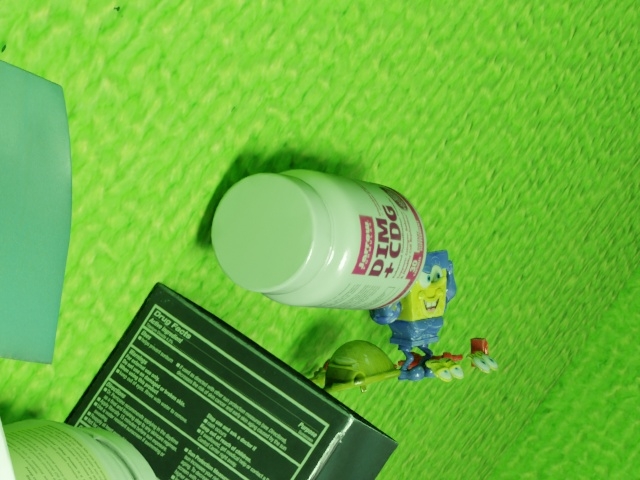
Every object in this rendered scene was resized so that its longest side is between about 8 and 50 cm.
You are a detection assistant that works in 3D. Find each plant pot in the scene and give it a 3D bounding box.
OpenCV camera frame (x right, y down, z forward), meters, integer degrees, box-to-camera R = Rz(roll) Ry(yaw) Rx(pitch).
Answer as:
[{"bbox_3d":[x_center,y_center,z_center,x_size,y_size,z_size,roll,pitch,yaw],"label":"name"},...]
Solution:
[{"bbox_3d":[-0.306,-0.033,1.370,0.166,0.165,0.234,18,83,-64],"label":"plant pot"}]

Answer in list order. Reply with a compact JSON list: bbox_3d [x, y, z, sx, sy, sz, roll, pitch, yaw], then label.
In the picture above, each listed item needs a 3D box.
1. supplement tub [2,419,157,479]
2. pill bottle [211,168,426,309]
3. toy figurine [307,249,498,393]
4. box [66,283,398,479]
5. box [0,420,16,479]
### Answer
[{"bbox_3d":[-0.325,0.304,1.651,0.325,0.235,0.235,-4,123,-59],"label":"supplement tub"},{"bbox_3d":[0.000,0.000,1.967,0.283,0.160,0.160,7,113,-62],"label":"pill bottle"},{"bbox_3d":[0.090,0.087,2.319,0.362,0.191,0.217,-5,93,-51],"label":"toy figurine"},{"bbox_3d":[-0.123,0.259,1.887,0.294,0.296,0.183,-56,154,-1],"label":"box"},{"bbox_3d":[-0.320,0.188,1.315,0.130,0.091,0.170,-20,105,-36],"label":"box"}]
